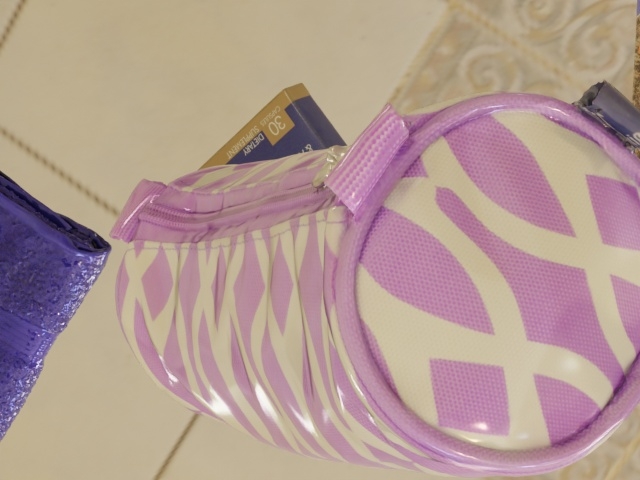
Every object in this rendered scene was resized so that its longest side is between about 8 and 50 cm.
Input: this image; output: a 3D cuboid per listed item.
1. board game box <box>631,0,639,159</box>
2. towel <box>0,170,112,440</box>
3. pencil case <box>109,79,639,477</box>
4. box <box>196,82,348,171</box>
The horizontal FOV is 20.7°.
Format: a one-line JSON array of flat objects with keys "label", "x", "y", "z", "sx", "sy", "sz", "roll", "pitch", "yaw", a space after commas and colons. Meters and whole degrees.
[{"label": "board game box", "x": 0.318, "y": -0.032, "z": 1.060, "sx": 0.232, "sy": 0.291, "sz": 0.141, "roll": 29, "pitch": 138, "yaw": -23}, {"label": "towel", "x": -0.380, "y": 0.071, "z": 1.793, "sx": 0.228, "sy": 0.076, "sz": 0.308, "roll": 33, "pitch": 108, "yaw": 5}, {"label": "pencil case", "x": 0.006, "y": 0.012, "z": 0.445, "sx": 0.088, "sy": 0.206, "sz": 0.086, "roll": 31, "pitch": 76, "yaw": -15}, {"label": "box", "x": 0.000, "y": 0.000, "z": 1.441, "sx": 0.136, "sy": 0.036, "sz": 0.225, "roll": -41, "pitch": 83, "yaw": 31}]
